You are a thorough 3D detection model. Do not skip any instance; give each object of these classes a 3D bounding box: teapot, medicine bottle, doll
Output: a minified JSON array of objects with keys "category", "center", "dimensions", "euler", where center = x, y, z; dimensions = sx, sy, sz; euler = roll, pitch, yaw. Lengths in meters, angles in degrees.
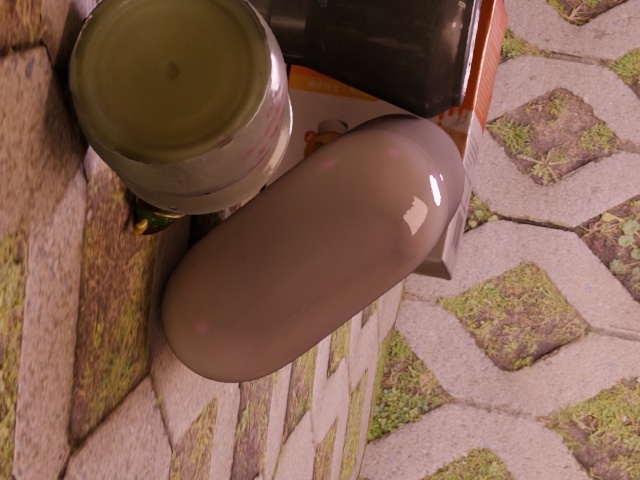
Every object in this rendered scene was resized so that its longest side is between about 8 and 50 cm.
[{"category":"teapot","center":[0.040,-0.230,1.690],"dimensions":[0.171,0.225,0.203],"euler":[88,14,-64]},{"category":"medicine bottle","center":[-0.094,-0.100,1.218],"dimensions":[0.143,0.147,0.147],"euler":[69,32,-76]},{"category":"doll","center":[-0.109,-0.045,1.427],"dimensions":[0.078,0.076,0.113],"euler":[102,3,-64]}]

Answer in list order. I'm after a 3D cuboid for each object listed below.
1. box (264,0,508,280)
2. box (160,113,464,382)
[{"category":"box","center":[0.074,-0.145,2.000],"dimensions":[0.143,0.225,0.341],"euler":[54,47,-76]},{"category":"box","center":[0.001,0.001,1.643],"dimensions":[0.288,0.141,0.349],"euler":[-36,-179,13]}]
